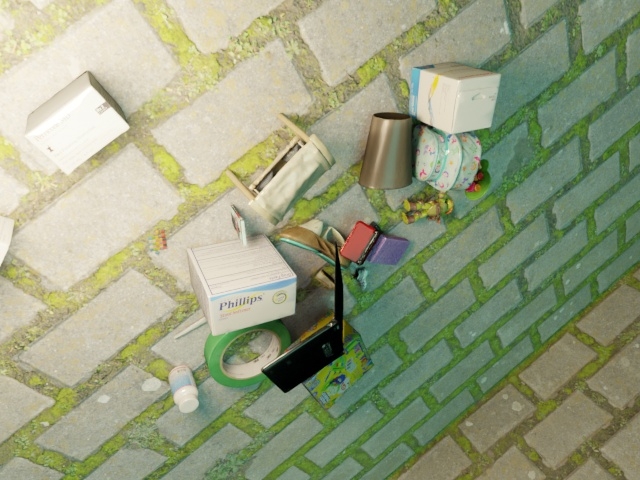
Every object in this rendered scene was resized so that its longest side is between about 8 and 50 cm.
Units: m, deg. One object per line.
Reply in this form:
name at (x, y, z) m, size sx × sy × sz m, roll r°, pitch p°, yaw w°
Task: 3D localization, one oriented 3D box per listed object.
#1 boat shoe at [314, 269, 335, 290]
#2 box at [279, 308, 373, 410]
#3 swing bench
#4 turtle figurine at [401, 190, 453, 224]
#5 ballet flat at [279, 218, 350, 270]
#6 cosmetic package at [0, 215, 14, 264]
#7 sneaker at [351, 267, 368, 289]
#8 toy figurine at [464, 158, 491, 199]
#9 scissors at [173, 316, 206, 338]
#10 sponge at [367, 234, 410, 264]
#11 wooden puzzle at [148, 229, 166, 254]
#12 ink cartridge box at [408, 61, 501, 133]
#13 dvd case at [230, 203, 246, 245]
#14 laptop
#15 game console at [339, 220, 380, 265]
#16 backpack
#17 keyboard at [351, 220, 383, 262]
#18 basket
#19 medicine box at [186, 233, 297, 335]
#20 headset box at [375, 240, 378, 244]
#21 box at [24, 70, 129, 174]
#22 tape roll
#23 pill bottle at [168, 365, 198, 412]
boat shoe at (0.025, 0.161, 1.733) m, size 0.045 × 0.050 × 0.135 m, roll -35°, pitch 129°, yaw 10°
box at (0.035, 0.484, 1.796) m, size 0.279 × 0.177 × 0.290 m, roll -40°, pitch 140°, yaw -15°
swing bench at (-0.108, -0.196, 1.299) m, size 0.253 × 0.255 × 0.165 m, roll -45°, pitch 130°, yaw 2°
turtle figurine at (0.433, -0.119, 1.751) m, size 0.217 × 0.087 × 0.270 m, roll -13°, pitch 149°, yaw -10°
ballet flat at (0.000, 0.000, 1.588) m, size 0.342 × 0.116 × 0.124 m, roll 28°, pitch 82°, yaw -39°
cosmetic package at (-0.860, 0.011, 1.058) m, size 0.183 × 0.151 × 0.151 m, roll 23°, pitch 104°, yaw -37°
sneaker at (0.153, 0.158, 1.811) m, size 0.069 × 0.038 × 0.098 m, roll -6°, pitch 111°, yaw -25°
toy figurine at (0.571, -0.266, 1.756) m, size 0.159 × 0.130 × 0.173 m, roll 19°, pitch 86°, yaw -27°
scissors at (-0.375, 0.268, 1.580) m, size 0.297 × 0.021 × 0.109 m, roll -43°, pitch 132°, yaw -2°
sponge at (0.273, 0.040, 1.772) m, size 0.210 × 0.031 × 0.117 m, roll 7°, pitch 117°, yaw -52°
wooden puzzle at (-0.496, 0.006, 1.360) m, size 0.049 × 0.006 × 0.083 m, roll -11°, pitch 123°, yaw -24°
ink cartridge box at (0.428, -0.468, 1.456) m, size 0.171 × 0.233 × 0.168 m, roll -15°, pitch 124°, yaw -21°
dvd case at (-0.256, -0.049, 1.391) m, size 0.013 × 0.119 × 0.087 m, roll -15°, pitch 125°, yaw -22°
laptop at (-0.037, 0.275, 1.515) m, size 0.407 × 0.236 × 0.382 m, roll -32°, pitch 153°, yaw -10°
game console at (0.147, 0.010, 1.638) m, size 0.144 × 0.085 × 0.124 m, roll -60°, pitch 168°, yaw 4°
backpack at (0.425, -0.289, 1.551) m, size 0.191 × 0.253 × 0.225 m, roll -5°, pitch 121°, yaw -27°
keyboard at (0.156, 0.004, 1.725) m, size 0.180 × 0.023 × 0.108 m, roll -44°, pitch 130°, yaw 0°
basket at (0.228, -0.304, 1.501) m, size 0.204 × 0.154 × 0.227 m, roll -13°, pitch 120°, yaw -25°
medicine box at (-0.248, 0.124, 1.390) m, size 0.263 × 0.289 × 0.149 m, roll -12°, pitch 123°, yaw -24°
headset box at (0.187, 0.005, 1.709) m, size 0.062 × 0.032 × 0.083 m, roll -39°, pitch 137°, yaw -6°
box at (-0.562, -0.277, 1.035) m, size 0.181 × 0.182 × 0.119 m, roll -39°, pitch 130°, yaw -3°
tape roll at (-0.273, 0.408, 1.690) m, size 0.321 × 0.077 × 0.321 m, roll -14°, pitch 125°, yaw -22°
pill bottle at (-0.483, 0.528, 1.586) m, size 0.087 × 0.160 × 0.087 m, roll -14°, pitch 124°, yaw -22°
